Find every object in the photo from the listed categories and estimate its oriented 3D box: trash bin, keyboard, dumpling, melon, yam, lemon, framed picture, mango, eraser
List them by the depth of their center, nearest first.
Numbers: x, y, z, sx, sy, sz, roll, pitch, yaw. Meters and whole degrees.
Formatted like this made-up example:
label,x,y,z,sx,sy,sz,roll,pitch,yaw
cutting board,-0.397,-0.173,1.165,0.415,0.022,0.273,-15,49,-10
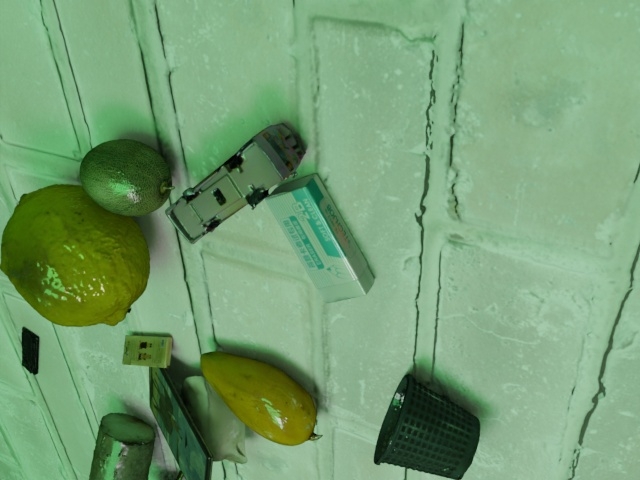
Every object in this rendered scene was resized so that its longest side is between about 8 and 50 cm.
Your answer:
label,x,y,z,sx,sy,sz,roll,pitch,yaw
eraser,0.000,0.000,1.152,0.095,0.052,0.225,-16,113,36
melon,-0.348,-0.113,1.221,0.192,0.139,0.139,15,130,19
trash bin,0.202,0.353,1.233,0.161,0.175,0.175,20,132,3
lemon,-0.480,0.024,1.318,0.322,0.268,0.268,50,133,-4
mango,-0.130,0.335,1.442,0.317,0.119,0.176,26,141,19
dumpling,-0.272,0.430,1.594,0.179,0.131,0.252,-5,117,42
framed picture,-0.341,0.451,1.607,0.347,0.016,0.265,50,143,34
yam,-0.549,0.635,1.821,0.168,0.168,0.304,17,103,20
keyboard,-0.838,0.322,1.933,0.060,0.018,0.195,33,133,9

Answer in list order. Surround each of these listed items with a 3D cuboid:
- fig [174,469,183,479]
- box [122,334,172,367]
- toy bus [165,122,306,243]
label,x,y,z,sx,sy,sz,roll,pitch,yaw
fig,-0.460,0.735,1.927,0.190,0.190,0.290,14,112,22
box,-0.413,0.263,1.596,0.149,0.020,0.073,-2,79,32
toy bus,-0.145,-0.091,1.128,0.274,0.112,0.090,-29,103,42
